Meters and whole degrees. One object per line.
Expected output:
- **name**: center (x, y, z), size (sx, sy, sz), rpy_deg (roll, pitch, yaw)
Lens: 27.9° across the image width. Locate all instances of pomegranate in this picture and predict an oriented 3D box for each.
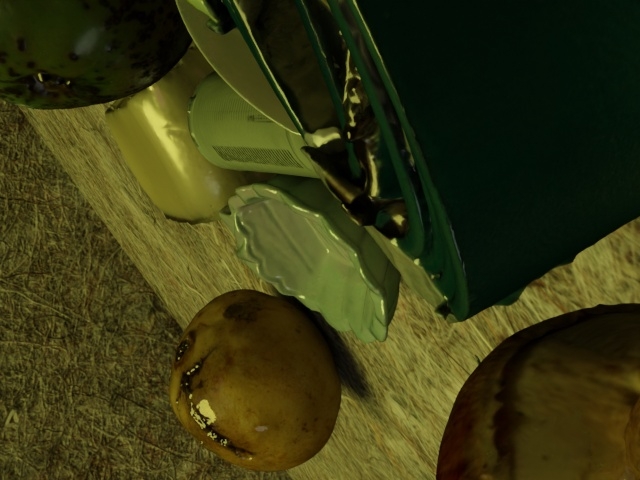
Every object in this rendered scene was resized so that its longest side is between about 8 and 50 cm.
- **pomegranate**: center (-0.093, 0.194, 1.809), size (0.260, 0.260, 0.260), rpy_deg (49, 165, 19)
- **pomegranate**: center (-0.249, -0.296, 1.212), size (0.285, 0.285, 0.341), rpy_deg (100, 165, -70)

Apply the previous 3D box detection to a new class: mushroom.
- **mushroom**: center (0.189, 0.132, 0.756), size (0.267, 0.267, 0.254), rpy_deg (27, 149, 61)

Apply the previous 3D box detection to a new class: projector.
- **projector**: center (-0.027, -0.110, 1.149), size (0.108, 0.108, 0.337), rpy_deg (58, 165, -16)

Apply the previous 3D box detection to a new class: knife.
- **knife**: center (0.008, -0.108, 0.958), size (0.336, 0.081, 0.043), rpy_deg (30, 172, 25)

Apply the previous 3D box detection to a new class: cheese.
- **cheese**: center (-0.159, -0.133, 1.481), size (0.233, 0.127, 0.266), rpy_deg (61, 162, -14)

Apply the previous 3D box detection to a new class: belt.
- **belt**: center (0.037, -0.160, 0.714), size (0.300, 0.173, 0.436), rpy_deg (47, 163, 58)

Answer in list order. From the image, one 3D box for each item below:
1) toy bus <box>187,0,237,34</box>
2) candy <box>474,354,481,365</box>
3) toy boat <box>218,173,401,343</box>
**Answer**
- **toy bus**: center (-0.106, -0.302, 0.905), size (0.164, 0.133, 0.276), rpy_deg (37, 159, 54)
- **candy**: center (0.204, 0.220, 1.267), size (0.086, 0.059, 0.292), rpy_deg (41, 160, 51)
- **toy boat**: center (0.000, 0.000, 1.302), size (0.290, 0.100, 0.199), rpy_deg (9, 135, 59)
